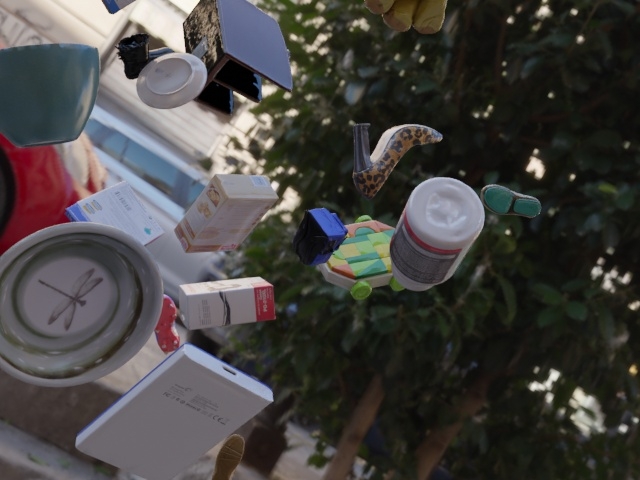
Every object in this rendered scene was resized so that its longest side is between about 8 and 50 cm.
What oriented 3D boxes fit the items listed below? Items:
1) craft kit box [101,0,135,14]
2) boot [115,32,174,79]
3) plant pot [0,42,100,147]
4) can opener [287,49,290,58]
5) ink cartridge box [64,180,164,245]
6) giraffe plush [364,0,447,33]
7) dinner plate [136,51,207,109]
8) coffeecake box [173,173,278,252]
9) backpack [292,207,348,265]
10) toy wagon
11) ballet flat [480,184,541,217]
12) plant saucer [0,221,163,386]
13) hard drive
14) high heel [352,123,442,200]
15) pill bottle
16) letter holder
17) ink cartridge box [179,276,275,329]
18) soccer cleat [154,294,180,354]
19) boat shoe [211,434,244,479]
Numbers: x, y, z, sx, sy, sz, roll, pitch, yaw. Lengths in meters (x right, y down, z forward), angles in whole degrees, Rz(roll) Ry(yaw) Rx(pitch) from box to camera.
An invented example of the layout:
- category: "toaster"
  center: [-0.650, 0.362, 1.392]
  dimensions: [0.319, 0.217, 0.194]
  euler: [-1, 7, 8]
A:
- category: "craft kit box"
  center: [-0.358, -0.596, 1.600]
  dimensions: [0.250, 0.246, 0.061]
  euler: [61, -9, -24]
- category: "boot"
  center: [-0.349, -0.377, 1.704]
  dimensions: [0.045, 0.121, 0.099]
  euler: [56, -17, 20]
- category: "plant pot"
  center: [-0.626, -0.313, 1.903]
  dimensions: [0.290, 0.196, 0.290]
  euler: [-9, 4, 1]
- category: "can opener"
  center: [-0.160, -0.485, 2.355]
  dimensions: [0.095, 0.076, 0.283]
  euler: [1, 3, -20]
- category: "ink cartridge box"
  center: [-0.552, -0.040, 2.262]
  dimensions: [0.186, 0.065, 0.311]
  euler: [53, 20, -4]
- category: "giraffe plush"
  center: [0.182, -0.527, 1.640]
  dimensions: [0.181, 0.210, 0.171]
  euler: [28, 33, -32]
- category: "dinner plate"
  center: [-0.288, -0.312, 1.637]
  dimensions: [0.141, 0.141, 0.017]
  euler: [28, -22, 24]
- category: "coffeecake box"
  center: [-0.202, -0.056, 1.814]
  dimensions: [0.142, 0.185, 0.068]
  euler: [-2, 54, -46]
- category: "backpack"
  center: [0.000, 0.000, 1.951]
  dimensions: [0.101, 0.120, 0.098]
  euler: [-3, 49, -40]
- category: "toy wagon"
  center: [0.155, 0.032, 2.395]
  dimensions: [0.068, 0.344, 0.267]
  euler: [99, -29, -43]
- category: "ballet flat"
  center: [0.382, -0.080, 1.759]
  dimensions: [0.168, 0.057, 0.052]
  euler: [15, 8, -32]
- category: "plant saucer"
  center: [-0.551, 0.129, 1.875]
  dimensions: [0.400, 0.400, 0.100]
  euler: [37, 3, -39]
- category: "hard drive"
  center: [-0.273, 0.331, 1.589]
  dimensions: [0.210, 0.318, 0.040]
  euler: [35, 27, -32]
- category: "high heel"
  center: [0.195, -0.194, 2.125]
  dimensions: [0.261, 0.186, 0.093]
  euler: [-2, 0, -26]
- category: "pill bottle"
  center: [0.259, 0.001, 2.007]
  dimensions: [0.176, 0.176, 0.319]
  euler: [30, -26, 7]
- category: "letter holder"
  center: [-0.200, -0.447, 2.079]
  dimensions: [0.214, 0.152, 0.302]
  euler: [23, 38, -34]
- category: "ink cartridge box"
  center: [-0.259, 0.169, 2.326]
  dimensions: [0.237, 0.100, 0.172]
  euler: [-6, 7, -16]
- category: "soccer cleat"
  center: [-0.461, 0.234, 2.501]
  dimensions: [0.248, 0.083, 0.095]
  euler: [88, -21, -46]
- category: "boat shoe"
  center: [-0.244, 0.576, 2.185]
  dimensions: [0.063, 0.170, 0.059]
  euler: [24, -7, -4]
